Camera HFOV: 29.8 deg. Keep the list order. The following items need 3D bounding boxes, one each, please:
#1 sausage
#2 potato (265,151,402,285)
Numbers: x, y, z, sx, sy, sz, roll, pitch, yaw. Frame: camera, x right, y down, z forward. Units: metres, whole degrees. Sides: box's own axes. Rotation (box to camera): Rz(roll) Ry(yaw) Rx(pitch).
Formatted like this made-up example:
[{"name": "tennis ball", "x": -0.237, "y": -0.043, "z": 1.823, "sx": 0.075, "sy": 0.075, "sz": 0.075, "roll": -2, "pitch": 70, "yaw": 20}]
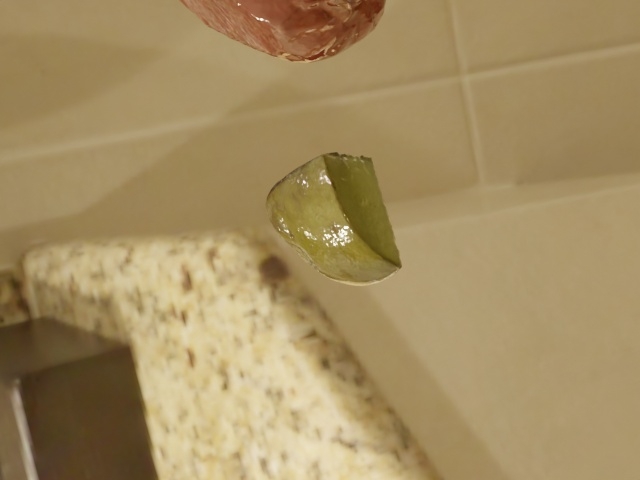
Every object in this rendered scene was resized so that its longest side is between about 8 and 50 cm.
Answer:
[{"name": "sausage", "x": -0.041, "y": -0.233, "z": 1.044, "sx": 0.254, "sy": 0.148, "sz": 0.148, "roll": 24, "pitch": 122, "yaw": 49}, {"name": "potato", "x": 0.000, "y": 0.000, "z": 1.182, "sx": 0.149, "sy": 0.081, "sz": 0.120, "roll": -42, "pitch": 55, "yaw": 48}]
